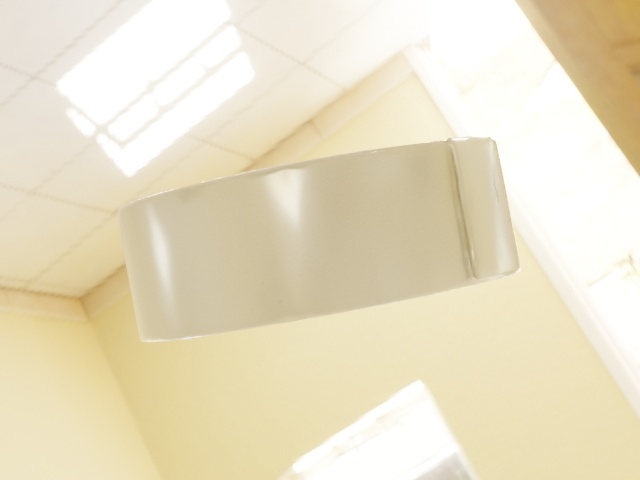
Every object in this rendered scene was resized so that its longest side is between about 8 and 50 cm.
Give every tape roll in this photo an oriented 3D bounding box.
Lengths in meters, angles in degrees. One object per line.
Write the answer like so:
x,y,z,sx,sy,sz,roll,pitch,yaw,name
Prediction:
0.000,0.000,0.824,0.286,0.100,0.286,-10,178,0,tape roll
